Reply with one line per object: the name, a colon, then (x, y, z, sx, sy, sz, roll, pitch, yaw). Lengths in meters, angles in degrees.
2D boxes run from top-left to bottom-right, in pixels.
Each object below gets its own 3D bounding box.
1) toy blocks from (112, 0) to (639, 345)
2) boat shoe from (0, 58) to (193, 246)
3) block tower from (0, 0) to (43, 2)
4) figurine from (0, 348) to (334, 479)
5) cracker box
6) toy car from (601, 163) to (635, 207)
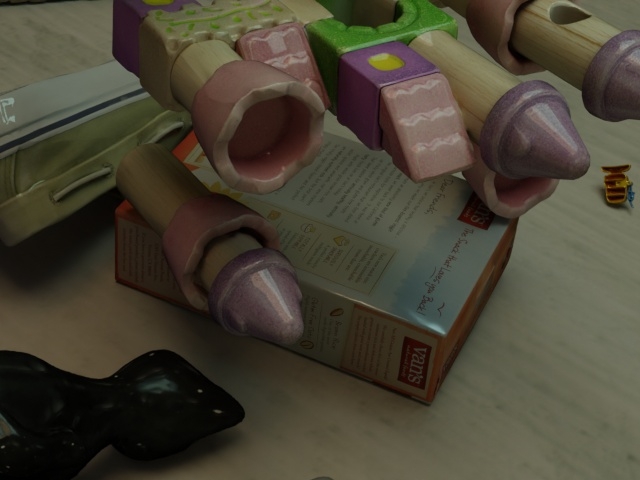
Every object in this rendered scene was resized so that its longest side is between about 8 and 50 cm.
toy blocks: (0.049, -0.106, 0.729, 0.289, 0.309, 0.260, -17, 39, -26)
boat shoe: (-0.150, -0.075, 0.940, 0.109, 0.094, 0.302, -18, 8, 35)
block tower: (-0.201, -0.276, 1.174, 0.335, 0.097, 0.091, -10, 41, -19)
figurine: (-0.078, 0.129, 0.680, 0.215, 0.092, 0.209, 35, 22, 28)
cracker box: (0.000, 0.000, 0.891, 0.232, 0.067, 0.155, 20, 41, 16)
toy car: (0.280, -0.035, 1.024, 0.122, 0.060, 0.040, -1, 81, 14)
